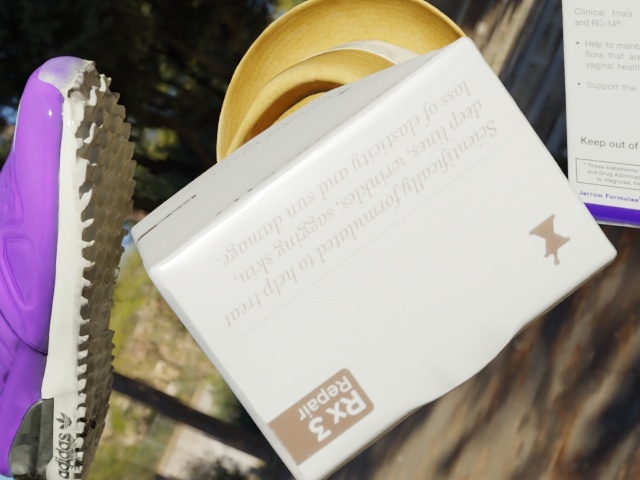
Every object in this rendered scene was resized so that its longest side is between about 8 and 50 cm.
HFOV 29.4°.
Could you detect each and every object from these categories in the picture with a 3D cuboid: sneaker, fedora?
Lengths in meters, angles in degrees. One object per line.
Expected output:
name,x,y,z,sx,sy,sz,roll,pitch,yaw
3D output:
sneaker,-0.197,0.026,0.726,0.102,0.146,0.293,-77,-3,-61
fedora,0.006,-0.051,0.694,0.079,0.194,0.194,-17,-47,-58

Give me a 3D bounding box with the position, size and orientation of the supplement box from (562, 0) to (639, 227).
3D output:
supplement box,0.194,-0.125,0.627,0.111,0.114,0.220,-37,-54,-46

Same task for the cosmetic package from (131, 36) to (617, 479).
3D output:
cosmetic package,0.000,0.000,0.447,0.117,0.085,0.231,-37,7,-8
